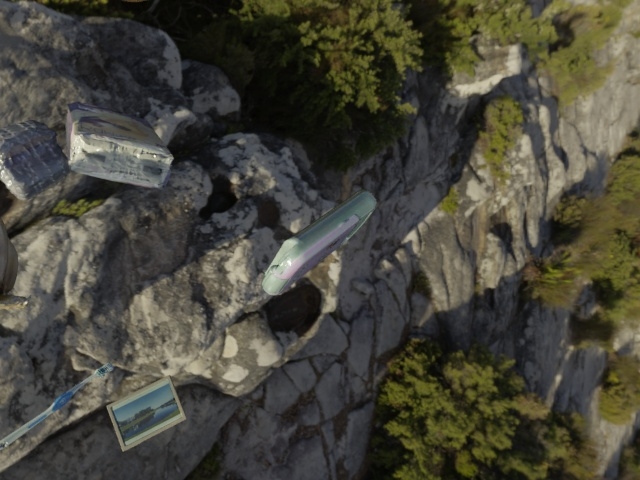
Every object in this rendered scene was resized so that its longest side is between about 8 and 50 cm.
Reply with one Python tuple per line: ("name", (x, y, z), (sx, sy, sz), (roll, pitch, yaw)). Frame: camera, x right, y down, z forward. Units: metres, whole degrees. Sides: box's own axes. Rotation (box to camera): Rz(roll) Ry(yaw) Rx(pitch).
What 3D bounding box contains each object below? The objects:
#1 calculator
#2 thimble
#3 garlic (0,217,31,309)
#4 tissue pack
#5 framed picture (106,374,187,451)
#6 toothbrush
("calculator", (0.000, 0.000, 0.689), (0.045, 0.141, 0.246), (47, 53, 7))
("thimble", (-0.850, -0.241, 1.239), (0.172, 0.236, 0.205), (-41, 111, -31))
("garlic", (-0.387, -0.008, 0.442), (0.127, 0.131, 0.194), (20, 61, -70))
("tissue pack", (-0.570, -0.268, 1.192), (0.242, 0.343, 0.125), (9, 114, -37))
("framed picture", (-0.396, 0.392, 0.973), (0.149, 0.011, 0.109), (-25, 78, -13))
("toothbrush", (-0.874, 0.541, 1.422), (0.386, 0.040, 0.040), (-37, 116, -37))
